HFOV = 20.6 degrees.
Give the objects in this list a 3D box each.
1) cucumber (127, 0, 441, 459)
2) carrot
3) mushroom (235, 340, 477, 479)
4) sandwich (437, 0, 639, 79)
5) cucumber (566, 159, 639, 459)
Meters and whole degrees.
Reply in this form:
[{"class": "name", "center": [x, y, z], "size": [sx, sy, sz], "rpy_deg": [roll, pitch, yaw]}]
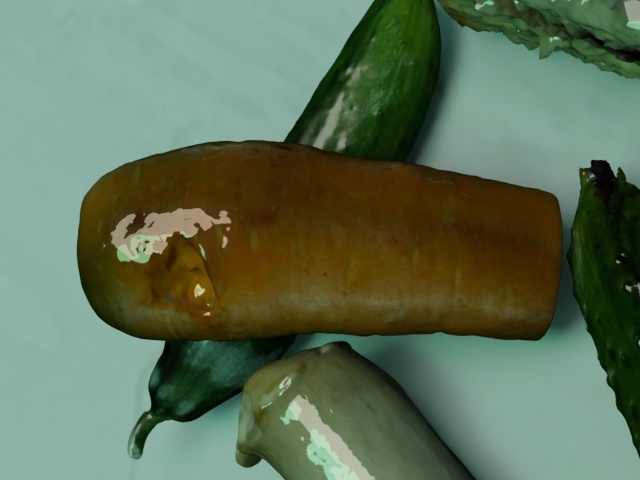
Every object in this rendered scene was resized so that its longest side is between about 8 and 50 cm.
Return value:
[{"class": "cucumber", "center": [-0.012, -0.005, 0.785], "size": [0.056, 0.056, 0.250], "rpy_deg": [35, 95, 33]}, {"class": "carrot", "center": [0.000, 0.000, 0.716], "size": [0.193, 0.087, 0.087], "rpy_deg": [-2, 75, 3]}, {"class": "mushroom", "center": [0.061, 0.137, 0.678], "size": [0.099, 0.096, 0.278], "rpy_deg": [-49, 50, 2]}, {"class": "sandwich", "center": [0.191, -0.170, 0.641], "size": [0.325, 0.131, 0.262], "rpy_deg": [23, 94, 29]}, {"class": "cucumber", "center": [0.147, 0.063, 0.665], "size": [0.069, 0.069, 0.227], "rpy_deg": [-33, 59, 20]}]
